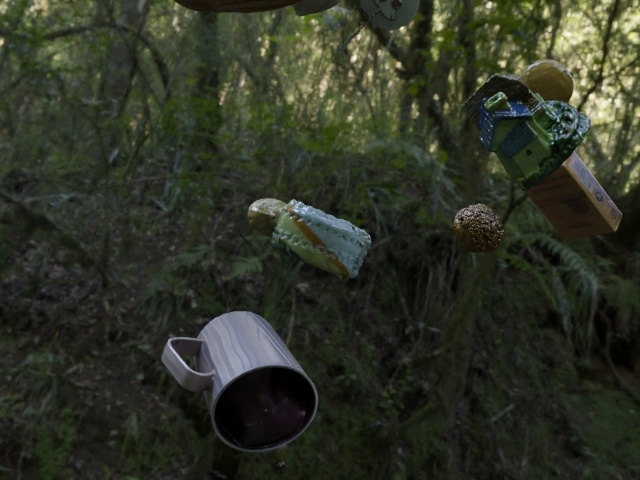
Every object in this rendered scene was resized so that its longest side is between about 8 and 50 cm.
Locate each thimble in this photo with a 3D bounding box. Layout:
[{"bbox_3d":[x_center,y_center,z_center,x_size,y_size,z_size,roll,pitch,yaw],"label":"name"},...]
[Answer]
[{"bbox_3d":[0.000,0.000,1.980,0.288,0.167,0.254,25,1,17],"label":"thimble"}]

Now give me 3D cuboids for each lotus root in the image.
[{"bbox_3d":[-0.140,0.559,1.870,0.088,0.192,0.113,-12,-21,-30],"label":"lotus root"}]

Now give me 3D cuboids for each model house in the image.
[{"bbox_3d":[0.409,-0.246,1.369,0.189,0.214,0.195,39,-65,-17],"label":"model house"}]

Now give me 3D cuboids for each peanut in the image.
[{"bbox_3d":[-0.128,-0.056,2.182,0.148,0.147,0.319,7,-7,33],"label":"peanut"}]

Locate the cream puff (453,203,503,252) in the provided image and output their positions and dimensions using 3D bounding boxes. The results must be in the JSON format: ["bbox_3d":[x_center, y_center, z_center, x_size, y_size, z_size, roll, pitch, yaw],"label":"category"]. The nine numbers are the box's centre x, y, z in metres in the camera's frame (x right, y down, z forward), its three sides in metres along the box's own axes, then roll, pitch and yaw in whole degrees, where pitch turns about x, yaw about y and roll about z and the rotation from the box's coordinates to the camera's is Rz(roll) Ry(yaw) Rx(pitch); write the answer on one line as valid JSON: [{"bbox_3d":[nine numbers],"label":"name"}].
[{"bbox_3d":[0.434,-0.032,1.814,0.144,0.126,0.103,57,-23,-8],"label":"cream puff"}]

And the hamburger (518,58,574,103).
[{"bbox_3d":[0.623,-0.425,1.859,0.162,0.162,0.115,12,26,15],"label":"hamburger"}]

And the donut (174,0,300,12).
[{"bbox_3d":[-0.128,-0.582,1.315,0.449,0.449,0.198,10,-52,24],"label":"donut"}]

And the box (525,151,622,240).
[{"bbox_3d":[0.714,-0.127,1.932,0.274,0.076,0.174,45,-28,-19],"label":"box"}]

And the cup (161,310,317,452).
[{"bbox_3d":[-0.183,0.303,1.443,0.289,0.208,0.273,-10,24,-19],"label":"cup"}]

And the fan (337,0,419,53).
[{"bbox_3d":[0.172,-0.717,2.134,0.191,0.329,0.009,46,10,-13],"label":"fan"}]

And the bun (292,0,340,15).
[{"bbox_3d":[-0.049,-0.814,2.154,0.263,0.263,0.175,19,-49,-11],"label":"bun"}]
